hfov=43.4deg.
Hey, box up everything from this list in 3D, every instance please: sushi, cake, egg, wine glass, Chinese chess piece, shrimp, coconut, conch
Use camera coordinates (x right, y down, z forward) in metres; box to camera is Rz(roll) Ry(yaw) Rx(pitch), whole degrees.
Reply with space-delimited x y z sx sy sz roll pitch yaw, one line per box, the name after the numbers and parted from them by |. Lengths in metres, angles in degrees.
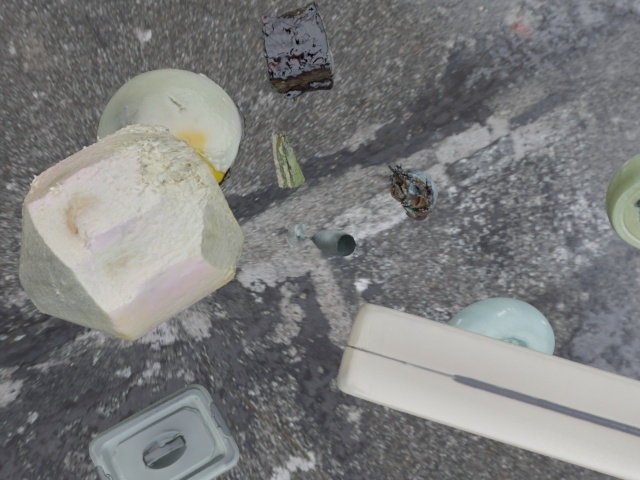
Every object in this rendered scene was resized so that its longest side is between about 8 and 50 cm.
-0.029 -0.226 0.956 0.084 0.098 0.094 -13 81 0 | sushi
-0.085 -0.185 1.875 0.055 0.051 0.140 -50 129 -42 | cake
-0.336 -0.219 1.633 0.337 0.201 0.337 -6 72 19 | egg
0.000 0.000 1.859 0.066 0.198 0.066 -7 101 -35 | wine glass
0.426 -0.047 0.985 0.144 0.144 0.058 26 46 -9 | Chinese chess piece
0.157 -0.097 1.436 0.090 0.233 0.079 32 89 29 | shrimp
-0.298 -0.005 1.197 0.309 0.297 0.297 -34 95 -15 | coconut
0.309 0.173 1.438 0.221 0.121 0.185 24 124 -31 | conch

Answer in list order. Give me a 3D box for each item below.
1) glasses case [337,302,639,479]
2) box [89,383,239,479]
0.185 0.135 0.675 0.336 0.144 0.076 16 84 8 | glasses case
-0.265 0.367 1.382 0.227 0.130 0.162 -28 73 -15 | box
